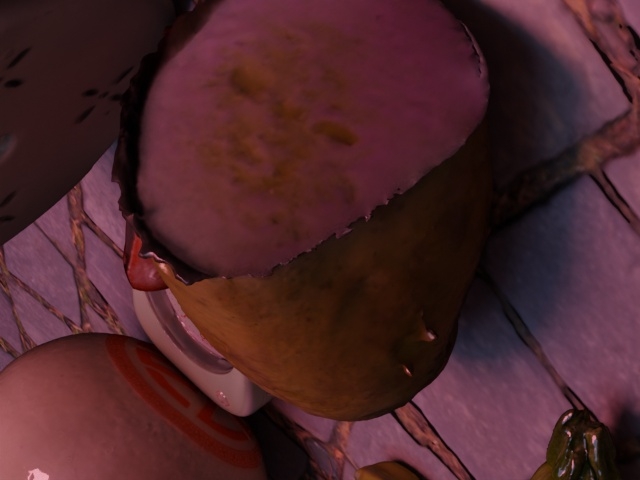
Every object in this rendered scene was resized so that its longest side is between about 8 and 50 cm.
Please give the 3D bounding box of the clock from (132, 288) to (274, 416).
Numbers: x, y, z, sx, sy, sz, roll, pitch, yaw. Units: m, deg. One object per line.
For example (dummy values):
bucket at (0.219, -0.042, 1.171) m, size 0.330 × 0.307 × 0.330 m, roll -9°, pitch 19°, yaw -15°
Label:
clock at (-0.087, 0.045, 1.045) m, size 0.151 × 0.062 × 0.191 m, roll 40°, pitch 145°, yaw 25°

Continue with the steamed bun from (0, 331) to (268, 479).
steamed bun at (-0.161, 0.190, 1.134) m, size 0.283 × 0.177 × 0.283 m, roll 39°, pitch -175°, yaw -4°

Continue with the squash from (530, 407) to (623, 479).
squash at (0.173, 0.241, 0.849) m, size 0.094 × 0.094 × 0.341 m, roll 19°, pitch 135°, yaw 44°

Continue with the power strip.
power strip at (-0.277, -0.115, 0.877) m, size 0.161 × 0.357 × 0.357 m, roll 48°, pitch 148°, yaw 9°

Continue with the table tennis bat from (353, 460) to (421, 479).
table tennis bat at (0.064, 0.334, 1.098) m, size 0.224 × 0.054 × 0.369 m, roll 26°, pitch 133°, yaw 39°

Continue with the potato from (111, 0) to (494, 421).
potato at (0.000, 0.000, 0.780) m, size 0.229 × 0.229 × 0.266 m, roll 37°, pitch 159°, yaw 28°

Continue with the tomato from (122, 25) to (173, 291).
tomato at (-0.086, -0.056, 0.895) m, size 0.082 × 0.166 × 0.174 m, roll 10°, pitch 145°, yaw -3°
